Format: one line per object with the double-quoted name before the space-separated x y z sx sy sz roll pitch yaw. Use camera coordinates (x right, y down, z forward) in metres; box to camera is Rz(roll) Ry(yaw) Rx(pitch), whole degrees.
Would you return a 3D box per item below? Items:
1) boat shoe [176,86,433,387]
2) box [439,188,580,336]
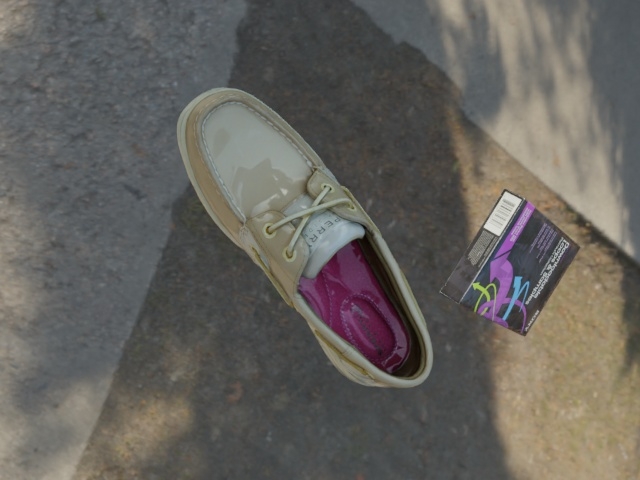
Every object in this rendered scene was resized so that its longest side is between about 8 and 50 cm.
"boat shoe" 0.000 0.000 0.371 0.063 0.059 0.170 -41 105 -14
"box" 0.194 0.028 0.798 0.162 0.029 0.116 25 97 -51
